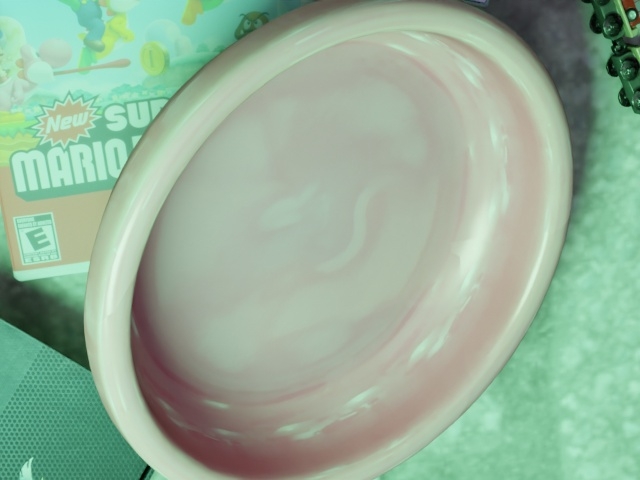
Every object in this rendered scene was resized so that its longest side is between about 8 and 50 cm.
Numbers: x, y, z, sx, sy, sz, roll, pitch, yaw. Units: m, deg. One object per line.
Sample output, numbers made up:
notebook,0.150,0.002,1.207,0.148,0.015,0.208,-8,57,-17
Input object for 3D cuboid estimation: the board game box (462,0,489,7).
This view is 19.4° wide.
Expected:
board game box,-0.022,-0.322,1.086,0.318,0.066,0.318,10,104,-13

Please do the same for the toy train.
toy train,0.189,-0.149,1.193,0.036,0.027,0.158,-28,108,-12

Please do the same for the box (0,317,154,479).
box,-0.231,0.133,1.132,0.233,0.059,0.183,32,74,-7

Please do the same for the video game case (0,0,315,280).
video game case,-0.102,-0.109,1.106,0.204,0.025,0.285,-8,124,-4

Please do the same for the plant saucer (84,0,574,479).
plant saucer,0.000,0.000,1.119,0.332,0.084,0.332,-19,125,-28
